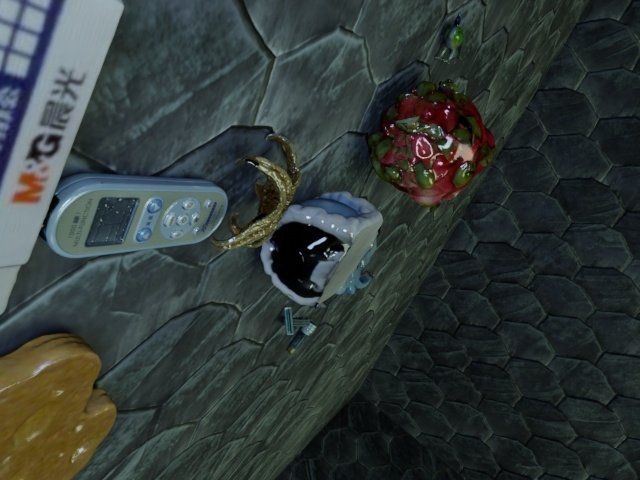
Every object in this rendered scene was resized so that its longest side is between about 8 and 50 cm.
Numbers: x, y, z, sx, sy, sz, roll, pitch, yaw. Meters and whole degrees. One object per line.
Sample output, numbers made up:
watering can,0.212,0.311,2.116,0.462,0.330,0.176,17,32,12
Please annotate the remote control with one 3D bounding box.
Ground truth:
remote control,-0.197,-0.032,0.515,0.087,0.047,0.244,-59,160,18

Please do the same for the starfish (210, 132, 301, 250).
starfish,-0.082,-0.058,0.625,0.190,0.074,0.146,-64,178,-47

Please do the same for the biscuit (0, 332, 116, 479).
biscuit,-0.389,0.260,0.514,0.351,0.057,0.312,-46,157,-21

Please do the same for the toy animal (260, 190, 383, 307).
toy animal,0.000,0.000,0.844,0.204,0.156,0.208,-31,156,-52

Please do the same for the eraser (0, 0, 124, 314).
eraser,-0.244,-0.071,0.295,0.279,0.081,0.124,-60,162,14

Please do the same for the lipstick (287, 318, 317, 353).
lipstick,-0.058,0.280,1.305,0.116,0.037,0.037,-53,160,5

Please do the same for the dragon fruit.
dragon fruit,0.232,-0.203,0.956,0.231,0.237,0.302,-43,179,32

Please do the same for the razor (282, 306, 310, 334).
razor,-0.066,0.212,1.182,0.191,0.037,0.068,41,42,-73

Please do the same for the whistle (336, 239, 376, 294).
whistle,0.075,0.060,1.181,0.269,0.093,0.180,-38,128,-42

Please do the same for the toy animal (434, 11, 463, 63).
toy animal,0.292,-0.422,1.015,0.075,0.041,0.217,-60,163,6
